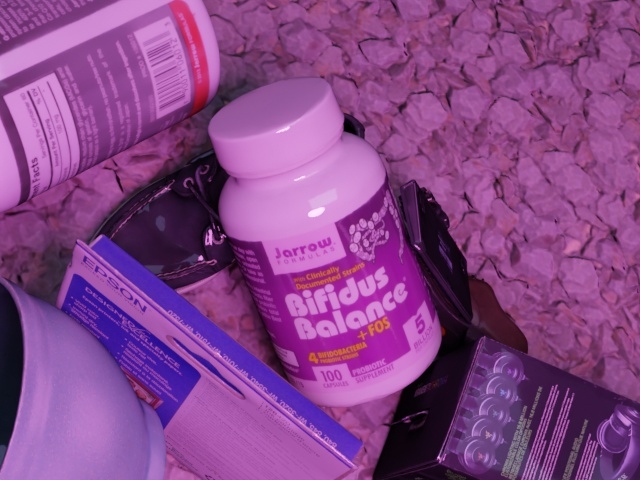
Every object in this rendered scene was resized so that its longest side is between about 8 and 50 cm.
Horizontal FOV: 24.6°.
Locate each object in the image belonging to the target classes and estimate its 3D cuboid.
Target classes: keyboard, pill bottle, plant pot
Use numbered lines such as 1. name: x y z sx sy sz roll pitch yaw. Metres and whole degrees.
1. keyboard: 0.116 0.004 1.475 0.023 0.180 0.108 -13 58 16
2. pill bottle: -0.300 -0.154 1.460 0.363 0.210 0.210 -30 80 -25
3. plant pot: -0.264 0.197 1.313 0.196 0.293 0.293 25 60 -36
4. pill bottle: 0.000 0.000 1.435 0.169 0.169 0.301 -36 119 -26

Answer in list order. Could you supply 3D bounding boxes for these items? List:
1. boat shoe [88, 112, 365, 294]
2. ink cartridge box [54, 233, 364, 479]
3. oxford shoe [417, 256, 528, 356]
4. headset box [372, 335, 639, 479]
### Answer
1. boat shoe: -0.089 -0.044 1.533 0.340 0.113 0.127 -22 76 -23
2. ink cartridge box: -0.109 0.129 1.347 0.304 0.307 0.072 39 61 1
3. oxford shoe: 0.131 0.063 1.586 0.227 0.083 0.096 46 46 3
4. headset box: 0.208 0.214 1.436 0.283 0.246 0.131 24 73 -7
